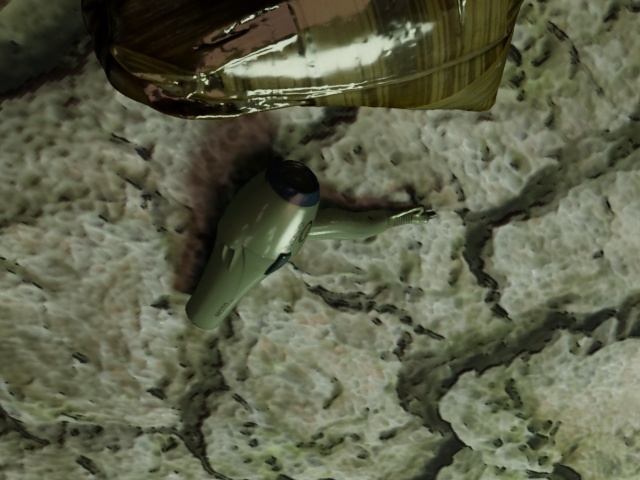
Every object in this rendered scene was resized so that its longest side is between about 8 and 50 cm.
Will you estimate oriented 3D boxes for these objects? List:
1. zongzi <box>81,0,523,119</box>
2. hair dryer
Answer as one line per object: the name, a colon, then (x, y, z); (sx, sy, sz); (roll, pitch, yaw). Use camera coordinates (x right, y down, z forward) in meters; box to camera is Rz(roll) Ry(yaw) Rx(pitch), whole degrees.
zongzi: (0.009, -0.122, 0.774); (0.286, 0.134, 0.288); (-22, 155, -7)
hair dryer: (-0.018, 0.011, 0.951); (0.167, 0.067, 0.199); (-42, 151, 27)
